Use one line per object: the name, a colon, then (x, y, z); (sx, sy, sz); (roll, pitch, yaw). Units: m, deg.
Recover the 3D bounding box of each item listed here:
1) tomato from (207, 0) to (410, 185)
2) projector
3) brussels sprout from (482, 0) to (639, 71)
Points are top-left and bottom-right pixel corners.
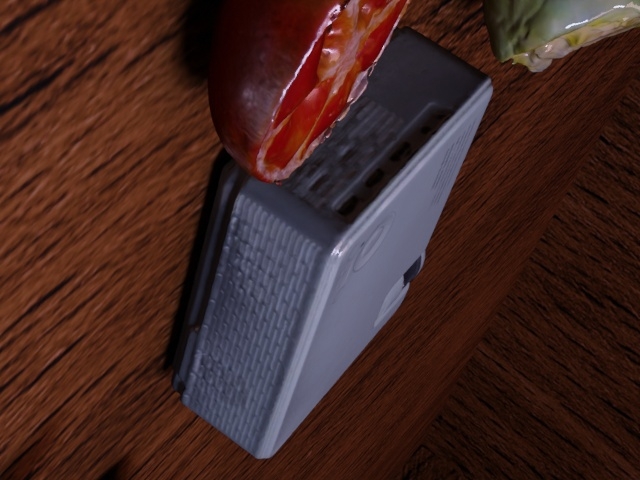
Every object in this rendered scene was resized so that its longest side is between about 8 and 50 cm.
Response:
tomato: (-0.012, -0.104, 0.739); (0.155, 0.069, 0.155); (-54, 171, -13)
projector: (0.000, 0.000, 1.008); (0.192, 0.099, 0.257); (-45, 164, -35)
brussels sprout: (0.181, -0.200, 1.133); (0.151, 0.122, 0.149); (-22, 174, 25)
